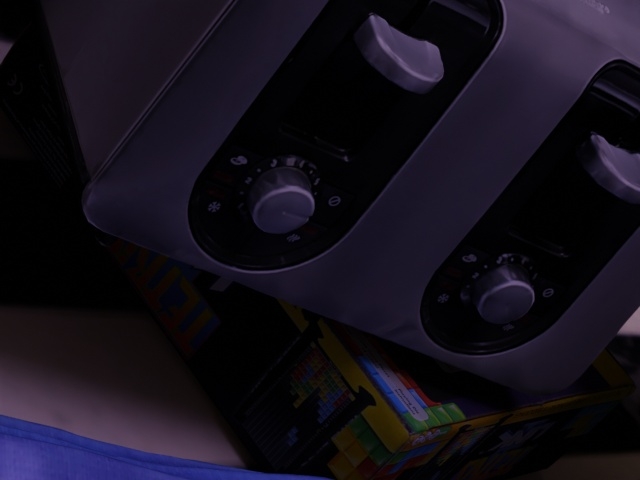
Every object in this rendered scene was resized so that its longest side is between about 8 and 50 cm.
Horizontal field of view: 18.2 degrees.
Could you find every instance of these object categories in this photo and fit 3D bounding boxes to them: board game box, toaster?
[{"bbox_3d":[0.000,0.000,0.603,0.170,0.048,0.141,53,26,21],"label":"board game box"},{"bbox_3d":[0.011,-0.067,0.539,0.168,0.110,0.185,24,31,-36],"label":"toaster"}]

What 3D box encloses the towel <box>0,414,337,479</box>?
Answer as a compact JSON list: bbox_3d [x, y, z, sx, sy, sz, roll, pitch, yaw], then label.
[{"bbox_3d":[-0.020,0.160,0.342,0.243,0.040,0.336,19,34,-37],"label":"towel"}]
